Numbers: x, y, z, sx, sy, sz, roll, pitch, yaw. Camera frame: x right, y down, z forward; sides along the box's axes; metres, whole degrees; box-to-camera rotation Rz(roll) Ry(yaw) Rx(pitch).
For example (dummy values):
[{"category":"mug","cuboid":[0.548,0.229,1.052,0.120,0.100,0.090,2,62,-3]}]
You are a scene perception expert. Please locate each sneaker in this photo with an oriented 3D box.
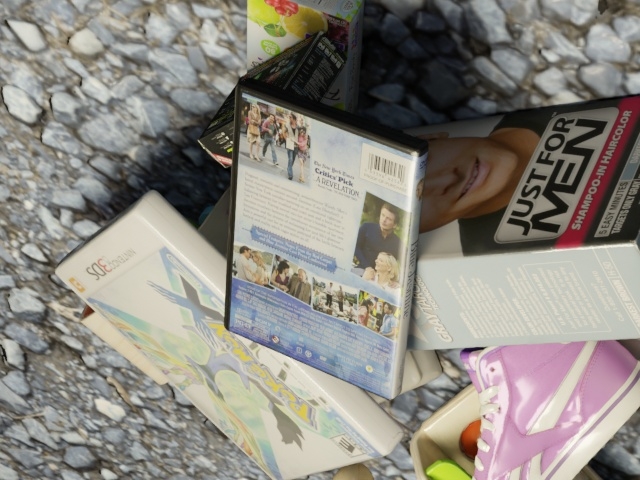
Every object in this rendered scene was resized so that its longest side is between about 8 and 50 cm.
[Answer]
[{"category":"sneaker","cuboid":[0.173,0.185,1.906,0.161,0.102,0.282,38,100,-2]}]

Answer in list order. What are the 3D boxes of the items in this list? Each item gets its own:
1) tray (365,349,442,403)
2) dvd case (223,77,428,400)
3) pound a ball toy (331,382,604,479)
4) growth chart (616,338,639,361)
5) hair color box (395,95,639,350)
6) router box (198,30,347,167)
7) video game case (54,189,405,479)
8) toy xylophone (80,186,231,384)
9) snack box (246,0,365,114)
[{"category":"tray","cuboid":[0.025,0.080,1.978,0.145,0.030,0.270,-24,129,0]},{"category":"dvd case","cuboid":[0.000,0.000,1.688,0.180,0.022,0.253,22,126,26]},{"category":"pound a ball toy","cuboid":[0.181,0.281,2.064,0.208,0.136,0.319,-40,110,14]},{"category":"growth chart","cuboid":[0.278,0.093,1.903,0.237,0.021,0.172,-18,122,45]},{"category":"hair color box","cuboid":[0.157,-0.011,1.724,0.374,0.185,0.113,-6,131,38]},{"category":"router box","cuboid":[-0.042,-0.123,1.738,0.038,0.092,0.122,45,141,-19]},{"category":"video game case","cuboid":[-0.098,0.105,1.937,0.329,0.036,0.300,44,157,-8]},{"category":"toy xylophone","cuboid":[-0.122,0.077,2.099,0.236,0.081,0.322,45,141,-20]},{"category":"snack box","cuboid":[-0.015,-0.170,1.774,0.100,0.037,0.141,21,143,14]}]
